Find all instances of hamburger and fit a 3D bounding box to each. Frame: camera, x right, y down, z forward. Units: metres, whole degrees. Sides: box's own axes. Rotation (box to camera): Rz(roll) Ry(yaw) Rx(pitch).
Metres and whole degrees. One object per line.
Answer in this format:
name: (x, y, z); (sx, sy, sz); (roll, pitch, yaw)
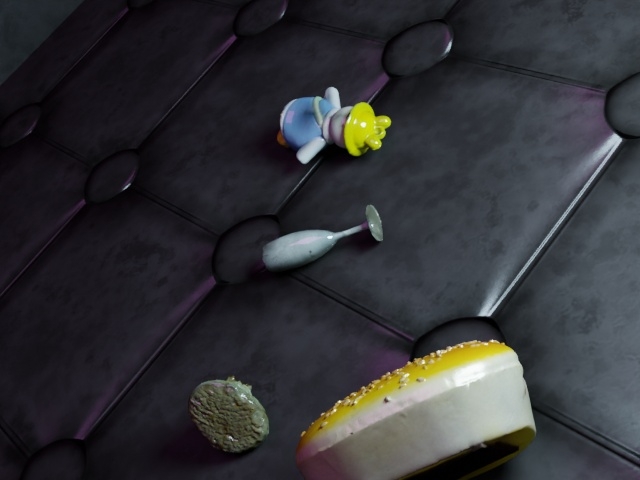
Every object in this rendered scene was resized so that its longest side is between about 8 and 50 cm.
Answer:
hamburger: (0.110, 0.222, 1.103); (0.295, 0.227, 0.151); (-24, 67, 11)

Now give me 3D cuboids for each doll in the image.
doll: (0.016, -0.200, 1.631); (0.241, 0.099, 0.135); (12, 39, 40)

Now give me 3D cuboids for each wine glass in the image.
wine glass: (0.000, 0.000, 1.491); (0.198, 0.066, 0.066); (-18, 45, 22)

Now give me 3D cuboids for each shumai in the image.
shumai: (-0.127, 0.248, 1.356); (0.099, 0.124, 0.087); (-47, -2, 18)
